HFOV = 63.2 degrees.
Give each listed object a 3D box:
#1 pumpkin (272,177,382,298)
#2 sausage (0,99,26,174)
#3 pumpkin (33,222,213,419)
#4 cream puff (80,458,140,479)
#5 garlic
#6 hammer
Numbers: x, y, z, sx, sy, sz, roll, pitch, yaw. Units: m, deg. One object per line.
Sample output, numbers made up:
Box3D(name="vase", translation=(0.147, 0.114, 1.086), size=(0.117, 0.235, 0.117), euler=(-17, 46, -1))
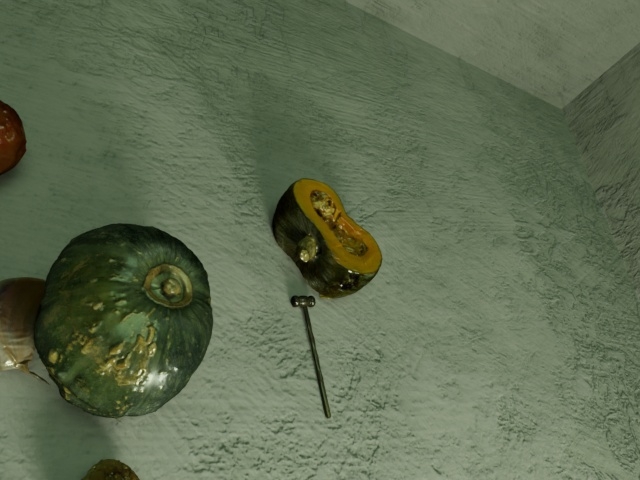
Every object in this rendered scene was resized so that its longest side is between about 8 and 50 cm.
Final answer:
Box3D(name="pumpkin", translation=(0.000, 0.000, 1.316), size=(0.221, 0.139, 0.317), euler=(-27, 77, -44))
Box3D(name="sausage", translation=(-0.707, -0.190, 0.981), size=(0.268, 0.153, 0.141), euler=(-15, 46, -39))
Box3D(name="pumpkin", translation=(-0.343, 0.141, 0.916), size=(0.291, 0.257, 0.328), euler=(31, 40, -28))
Box3D(name="cream puff", translation=(-0.344, 0.419, 0.832), size=(0.119, 0.104, 0.133), euler=(18, 50, -13))
Box3D(name="garlic", translation=(-0.530, 0.156, 0.906), size=(0.128, 0.090, 0.198), euler=(15, 47, -40))
Box3D(name="hammer", translation=(-0.014, 0.263, 1.204), size=(0.058, 0.029, 0.292), euler=(2, 60, -30))
